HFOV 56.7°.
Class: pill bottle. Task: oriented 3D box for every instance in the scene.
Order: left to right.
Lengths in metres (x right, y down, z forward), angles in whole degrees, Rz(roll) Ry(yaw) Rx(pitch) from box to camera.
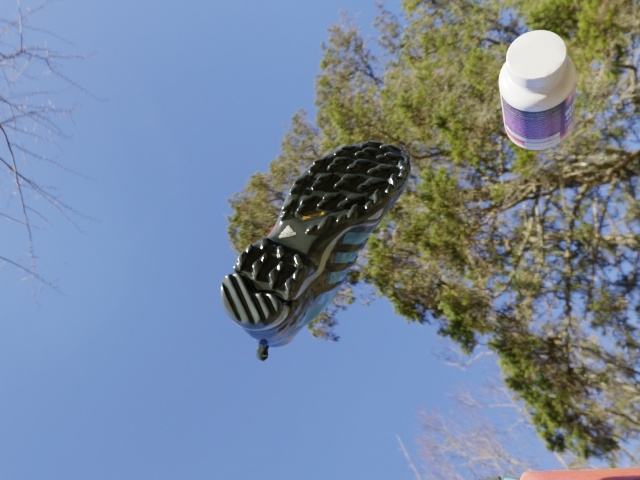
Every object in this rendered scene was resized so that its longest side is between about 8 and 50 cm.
[{"bbox_3d":[0.330,-0.226,0.901,0.108,0.108,0.193,-69,-26,-11],"label":"pill bottle"}]

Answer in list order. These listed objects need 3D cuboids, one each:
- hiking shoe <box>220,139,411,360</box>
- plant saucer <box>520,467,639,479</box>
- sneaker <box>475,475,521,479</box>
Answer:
[{"bbox_3d":[0.000,0.000,0.732,0.113,0.132,0.304,35,-111,25],"label":"hiking shoe"},{"bbox_3d":[0.364,0.378,0.632,0.048,0.258,0.259,51,-146,-57],"label":"plant saucer"},{"bbox_3d":[0.232,0.463,0.884,0.140,0.341,0.125,38,-143,-8],"label":"sneaker"}]
